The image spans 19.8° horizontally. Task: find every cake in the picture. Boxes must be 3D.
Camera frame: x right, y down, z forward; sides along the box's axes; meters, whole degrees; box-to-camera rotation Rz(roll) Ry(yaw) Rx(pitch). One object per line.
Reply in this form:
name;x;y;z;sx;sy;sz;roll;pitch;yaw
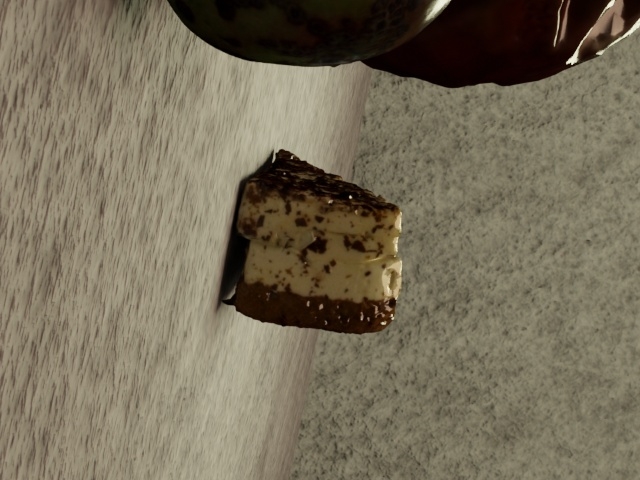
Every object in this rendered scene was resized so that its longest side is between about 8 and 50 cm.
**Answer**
cake;0.006;-0.001;1.503;0.246;0.135;0.112;-61;161;-80

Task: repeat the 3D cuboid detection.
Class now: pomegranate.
pomegranate;0.000;-0.158;0.797;0.148;0.148;0.169;-69;173;-71

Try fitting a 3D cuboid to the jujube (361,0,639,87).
jujube;0.093;-0.272;0.947;0.276;0.276;0.377;-68;174;-72
